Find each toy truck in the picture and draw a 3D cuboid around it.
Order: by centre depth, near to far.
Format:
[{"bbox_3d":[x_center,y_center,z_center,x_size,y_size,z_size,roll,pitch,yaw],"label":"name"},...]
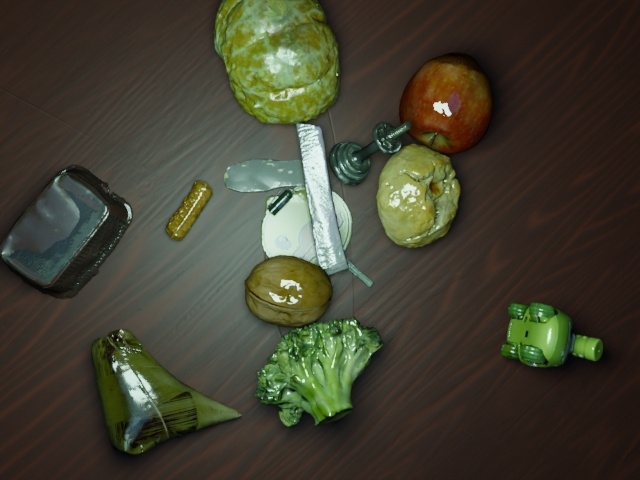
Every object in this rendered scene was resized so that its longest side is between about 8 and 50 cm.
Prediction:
[{"bbox_3d":[0.541,0.233,1.592,0.210,0.187,0.148,15,83,-29],"label":"toy truck"}]

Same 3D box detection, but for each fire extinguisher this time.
[{"bbox_3d":[-0.093,-0.099,1.599,0.038,0.025,0.083,45,85,4],"label":"fire extinguisher"}]

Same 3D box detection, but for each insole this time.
[{"bbox_3d":[-0.110,-0.159,1.613,0.247,0.011,0.081,-3,86,-4],"label":"insole"}]

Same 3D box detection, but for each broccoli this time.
[{"bbox_3d":[0.009,0.315,1.493,0.247,0.246,0.288,22,123,-39],"label":"broccoli"}]

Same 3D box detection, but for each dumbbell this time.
[{"bbox_3d":[0.116,-0.212,1.533,0.110,0.254,0.110,15,63,-32],"label":"dumbbell"}]

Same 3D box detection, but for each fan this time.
[{"bbox_3d":[0.000,0.000,1.620,0.335,0.011,0.230,39,85,-3],"label":"fan"}]

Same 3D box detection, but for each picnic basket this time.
[{"bbox_3d":[-0.585,-0.016,1.506,0.222,0.129,0.297,38,86,-5],"label":"picnic basket"}]

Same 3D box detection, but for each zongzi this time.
[{"bbox_3d":[-0.355,0.320,1.533,0.299,0.145,0.274,-12,84,-22],"label":"zongzi"}]

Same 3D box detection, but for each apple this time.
[{"bbox_3d":[0.301,-0.324,1.555,0.229,0.230,0.230,0,89,-6],"label":"apple"}]

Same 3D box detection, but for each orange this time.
[{"bbox_3d":[-0.099,-0.451,1.528,0.270,0.210,0.369,-23,93,-8],"label":"orange"}]

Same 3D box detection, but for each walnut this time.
[{"bbox_3d":[-0.075,0.117,1.537,0.207,0.167,0.168,9,88,-5],"label":"walnut"}]

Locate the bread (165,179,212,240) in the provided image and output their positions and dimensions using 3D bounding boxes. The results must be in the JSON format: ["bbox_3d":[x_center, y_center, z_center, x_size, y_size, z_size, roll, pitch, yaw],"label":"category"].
[{"bbox_3d":[-0.312,-0.071,1.575,0.052,0.044,0.157,32,86,-1],"label":"bread"}]

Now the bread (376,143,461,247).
[{"bbox_3d":[0.239,-0.101,1.556,0.244,0.134,0.245,-2,93,-45],"label":"bread"}]

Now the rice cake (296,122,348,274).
[{"bbox_3d":[-0.001,-0.099,1.585,0.072,0.056,0.365,-11,91,2],"label":"rice cake"}]
